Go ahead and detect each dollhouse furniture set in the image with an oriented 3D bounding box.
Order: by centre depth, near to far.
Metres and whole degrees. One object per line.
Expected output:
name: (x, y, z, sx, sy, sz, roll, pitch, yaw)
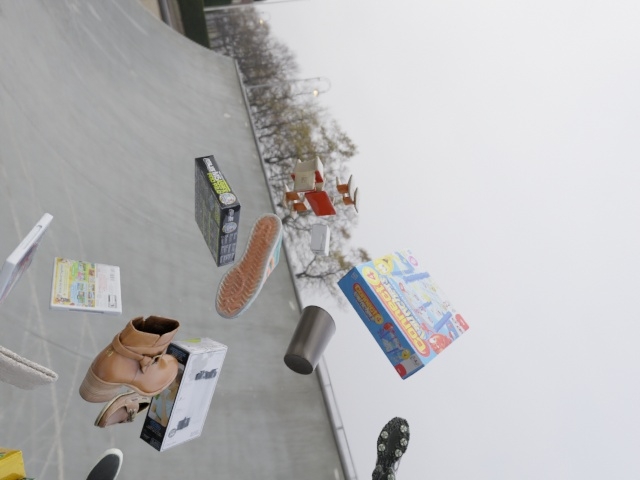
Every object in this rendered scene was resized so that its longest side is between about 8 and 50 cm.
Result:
dollhouse furniture set: (-0.015, -0.159, 1.590, 0.259, 0.262, 0.135, 58, 32, -54)

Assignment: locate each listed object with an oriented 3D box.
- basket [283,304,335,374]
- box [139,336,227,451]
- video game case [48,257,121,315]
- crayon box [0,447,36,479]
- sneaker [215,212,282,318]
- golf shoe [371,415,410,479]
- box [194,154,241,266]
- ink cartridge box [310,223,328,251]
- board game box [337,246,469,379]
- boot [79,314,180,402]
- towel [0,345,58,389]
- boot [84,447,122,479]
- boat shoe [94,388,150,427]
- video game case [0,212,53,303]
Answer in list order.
basket: (-0.047, 0.412, 1.835, 0.226, 0.154, 0.204, -60, 149, -46)
box: (-0.390, 0.433, 1.308, 0.169, 0.087, 0.289, 12, 96, -63)
video game case: (-0.773, 0.153, 1.501, 0.026, 0.207, 0.227, -57, -141, 26)
crayon box: (-0.944, 0.629, 1.194, 0.202, 0.319, 0.081, -11, 93, -64)
sneaker: (-0.176, 0.080, 1.224, 0.121, 0.108, 0.302, 74, 40, -68)
golf shoe: (0.241, 0.757, 1.605, 0.120, 0.105, 0.272, 65, 45, -71)
box: (-0.315, -0.084, 1.362, 0.216, 0.060, 0.270, 56, -32, 30)
ink cartridge box: (0.000, 0.000, 1.667, 0.135, 0.056, 0.099, 62, 34, -79)
board game box: (0.241, 0.186, 1.278, 0.086, 0.302, 0.308, -46, -109, 35)
boot: (-0.401, 0.261, 1.075, 0.109, 0.220, 0.283, 45, 14, 27)
towel: (-1.034, 0.416, 1.494, 0.282, 0.187, 0.049, 44, 39, -33)
boot: (-0.745, 0.790, 1.540, 0.244, 0.089, 0.176, -61, -166, -3)
boat shoe: (-0.797, 0.690, 1.861, 0.110, 0.105, 0.307, -61, 175, 5)
video game case: (-0.695, 0.057, 1.044, 0.201, 0.023, 0.183, -47, -155, 27)
